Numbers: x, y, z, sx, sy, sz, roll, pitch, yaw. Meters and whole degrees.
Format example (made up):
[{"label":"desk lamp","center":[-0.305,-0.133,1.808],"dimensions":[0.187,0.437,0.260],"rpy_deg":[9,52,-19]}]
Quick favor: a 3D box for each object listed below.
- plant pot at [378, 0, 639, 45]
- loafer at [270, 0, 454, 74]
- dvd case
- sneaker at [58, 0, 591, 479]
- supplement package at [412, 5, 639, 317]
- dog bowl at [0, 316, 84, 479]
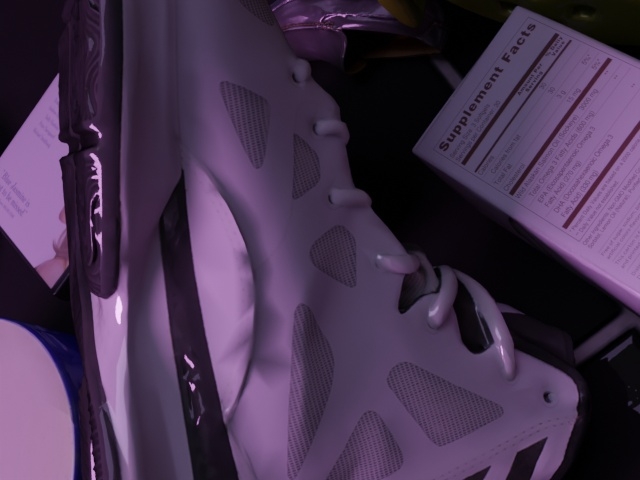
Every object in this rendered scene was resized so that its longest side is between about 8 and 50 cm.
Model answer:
[{"label":"plant pot","center":[0.108,-0.260,0.564],"dimensions":[0.207,0.227,0.228],"rpy_deg":[4,71,26]},{"label":"loafer","center":[0.017,-0.151,0.711],"dimensions":[0.170,0.062,0.061],"rpy_deg":[-10,69,33]},{"label":"dvd case","center":[-0.197,-0.095,0.861],"dimensions":[0.180,0.022,0.253],"rpy_deg":[40,95,39]},{"label":"sneaker","center":[0.000,0.000,0.522],"dimensions":[0.169,0.257,0.448],"rpy_deg":[-171,78,-71]},{"label":"supplement package","center":[0.160,-0.032,0.530],"dimensions":[0.179,0.105,0.105],"rpy_deg":[39,95,39]},{"label":"dog bowl","center":[-0.234,0.193,0.714],"dimensions":[0.264,0.104,0.265],"rpy_deg":[-14,63,30]}]
